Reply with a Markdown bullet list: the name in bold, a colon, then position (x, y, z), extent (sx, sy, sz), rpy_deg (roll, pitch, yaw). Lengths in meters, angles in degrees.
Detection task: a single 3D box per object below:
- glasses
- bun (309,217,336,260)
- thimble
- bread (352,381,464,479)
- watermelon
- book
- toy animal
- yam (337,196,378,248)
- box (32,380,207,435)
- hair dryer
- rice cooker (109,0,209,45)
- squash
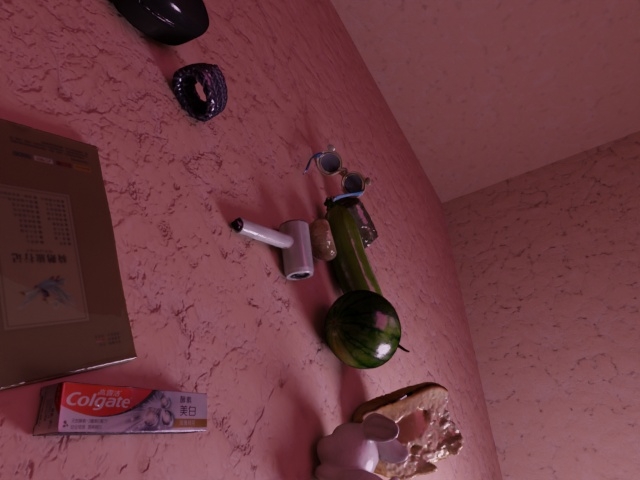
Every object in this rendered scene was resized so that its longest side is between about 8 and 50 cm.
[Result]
- **glasses**: position (0.028, -0.180, 1.313), extent (0.189, 0.088, 0.220), rpy_deg (44, 38, 5)
- **bun**: position (0.000, 0.000, 1.153), extent (0.115, 0.069, 0.115), rpy_deg (-15, 90, -86)
- **thimble**: position (-0.238, -0.295, 0.862), extent (0.066, 0.095, 0.105), rpy_deg (-56, 159, -50)
- **bread**: position (0.193, 0.462, 1.040), extent (0.211, 0.224, 0.184), rpy_deg (6, 61, -55)
- **watermelon**: position (0.111, 0.218, 1.066), extent (0.214, 0.188, 0.188), rpy_deg (22, 51, -39)
- **book**: position (-0.334, 0.006, 0.508), extent (0.216, 0.021, 0.311), rpy_deg (9, 64, -63)
- **toy animal**: position (0.080, 0.448, 0.843), extent (0.128, 0.178, 0.193), rpy_deg (59, 28, -28)
- **yam**: position (0.115, -0.054, 1.400), extent (0.183, 0.107, 0.107), rpy_deg (62, 25, -14)
- **box**: position (-0.230, 0.212, 0.542), extent (0.218, 0.039, 0.055), rpy_deg (35, 43, -52)
- **hair dryer**: position (-0.100, 0.002, 0.948), extent (0.236, 0.073, 0.131), rpy_deg (26, 50, -53)
- **rice cooker**: position (-0.300, -0.453, 0.816), extent (0.203, 0.118, 0.142), rpy_deg (7, 66, -64)
- **squash**: position (0.086, 0.059, 1.236), extent (0.107, 0.107, 0.396), rpy_deg (10, 57, -62)
